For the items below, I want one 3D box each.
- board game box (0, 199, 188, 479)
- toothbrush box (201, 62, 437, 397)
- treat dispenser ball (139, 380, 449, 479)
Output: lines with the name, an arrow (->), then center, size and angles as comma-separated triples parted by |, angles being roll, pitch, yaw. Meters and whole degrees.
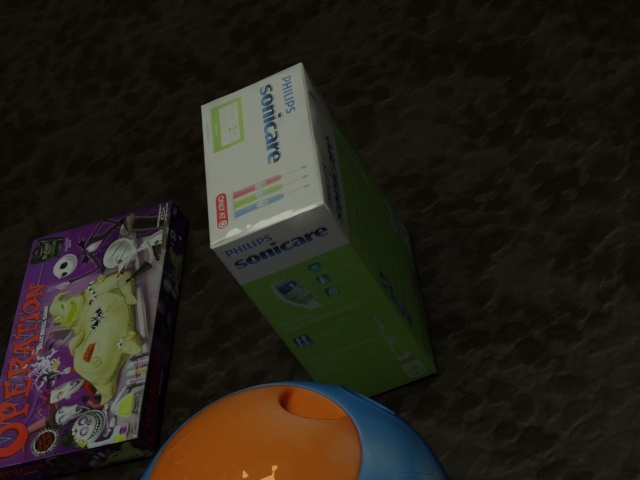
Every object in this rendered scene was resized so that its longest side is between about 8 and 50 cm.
board game box -> -0.270, 0.116, 1.651 | 0.208, 0.056, 0.347 | -18, 45, 22
toothbrush box -> 0.000, 0.000, 1.416 | 0.122, 0.283, 0.206 | -21, 45, 13
treat dispenser ball -> -0.021, 0.262, 1.186 | 0.288, 0.288, 0.288 | -17, 45, 18
